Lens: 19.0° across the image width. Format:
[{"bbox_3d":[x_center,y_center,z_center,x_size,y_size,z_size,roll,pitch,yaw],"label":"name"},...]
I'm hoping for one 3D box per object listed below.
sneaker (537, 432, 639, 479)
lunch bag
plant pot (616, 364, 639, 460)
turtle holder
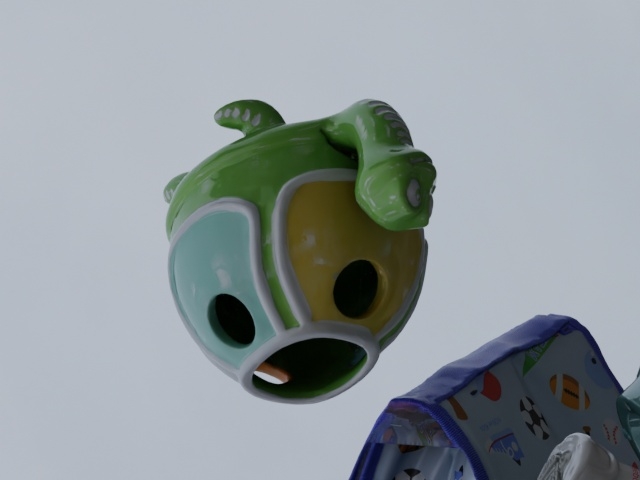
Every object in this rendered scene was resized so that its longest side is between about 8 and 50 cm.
[{"bbox_3d":[0.173,0.249,1.336,0.090,0.115,0.232,-73,9,-59],"label":"sneaker"},{"bbox_3d":[0.185,0.292,1.929,0.328,0.239,0.385,-24,-70,-52],"label":"lunch bag"},{"bbox_3d":[0.386,0.157,1.679,0.293,0.196,0.293,55,173,10],"label":"plant pot"},{"bbox_3d":[0.006,0.010,1.770,0.243,0.320,0.227,37,-142,-47],"label":"turtle holder"}]
